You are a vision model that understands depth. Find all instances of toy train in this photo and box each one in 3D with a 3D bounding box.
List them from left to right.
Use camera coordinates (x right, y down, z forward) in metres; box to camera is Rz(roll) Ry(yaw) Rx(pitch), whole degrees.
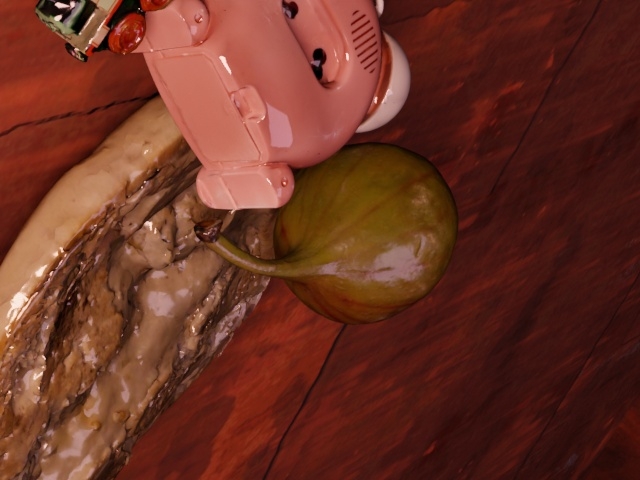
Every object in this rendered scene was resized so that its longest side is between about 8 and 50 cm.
[{"bbox_3d":[-0.071,-0.205,1.061,0.250,0.053,0.085,-55,152,8],"label":"toy train"}]

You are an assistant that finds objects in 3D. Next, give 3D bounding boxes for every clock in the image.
[{"bbox_3d":[-0.020,-0.117,1.174,0.162,0.092,0.166,-44,116,-34],"label":"clock"}]

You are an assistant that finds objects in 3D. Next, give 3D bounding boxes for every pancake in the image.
[{"bbox_3d":[-0.130,0.048,1.314,0.387,0.082,0.387,-50,160,-25],"label":"pancake"}]

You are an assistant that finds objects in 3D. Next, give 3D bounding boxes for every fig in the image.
[{"bbox_3d":[0.000,0.000,1.278,0.236,0.124,0.124,-11,135,-58],"label":"fig"}]
